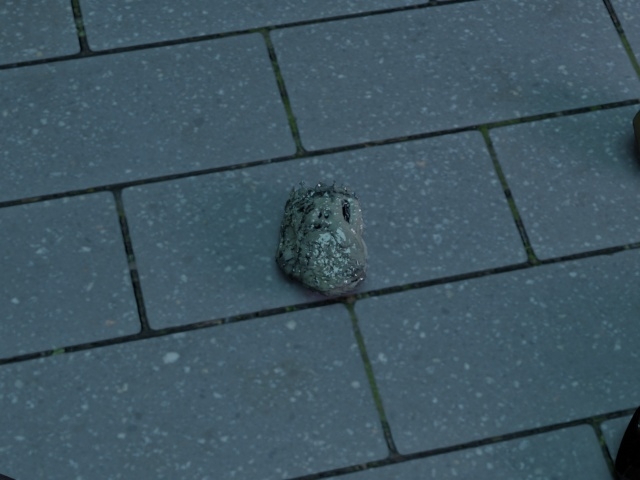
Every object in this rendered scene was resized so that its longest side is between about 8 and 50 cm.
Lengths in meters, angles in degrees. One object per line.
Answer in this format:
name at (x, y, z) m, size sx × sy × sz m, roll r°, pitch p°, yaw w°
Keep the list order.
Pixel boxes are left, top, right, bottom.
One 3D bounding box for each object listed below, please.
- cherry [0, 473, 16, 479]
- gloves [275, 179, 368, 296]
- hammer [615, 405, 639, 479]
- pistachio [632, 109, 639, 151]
cherry at (-0.351, 0.331, 1.527) m, size 0.176 × 0.140 × 0.176 m, roll -1°, pitch 34°, yaw 0°
gloves at (0.001, -0.002, 1.805) m, size 0.114 × 0.070 × 0.153 m, roll 0°, pitch 60°, yaw -5°
hammer at (0.526, 0.158, 1.740) m, size 0.242 × 0.095 × 0.409 m, roll 23°, pitch 56°, yaw 10°
pistachio at (0.519, -0.132, 1.903) m, size 0.223 × 0.126 × 0.152 m, roll 17°, pitch 22°, yaw 6°
